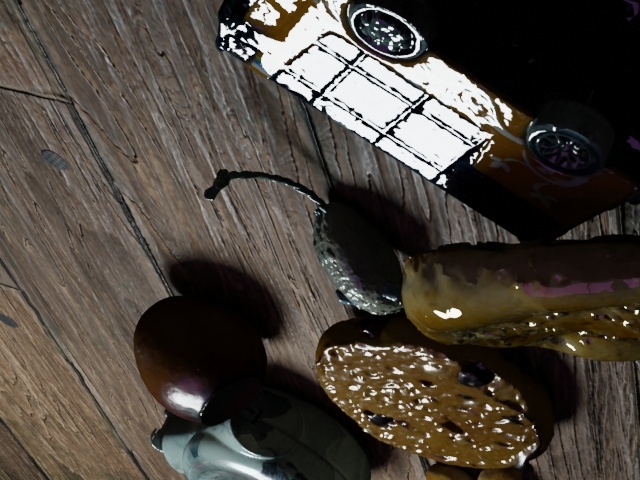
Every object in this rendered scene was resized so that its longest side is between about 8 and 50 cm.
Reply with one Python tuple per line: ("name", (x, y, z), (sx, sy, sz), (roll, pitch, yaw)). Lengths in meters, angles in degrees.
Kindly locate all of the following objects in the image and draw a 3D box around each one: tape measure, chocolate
("tape measure", (-0.064, 0.306, 2.023), (0.275, 0.147, 0.256), (43, 147, -19))
("chocolate", (-0.152, 0.139, 1.827), (0.177, 0.176, 0.176), (22, 152, 12))

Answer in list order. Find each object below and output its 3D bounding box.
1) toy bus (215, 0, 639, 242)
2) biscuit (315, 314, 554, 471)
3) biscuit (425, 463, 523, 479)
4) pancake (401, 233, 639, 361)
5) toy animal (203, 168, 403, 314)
("toy bus", (0.097, -0.149, 1.082), (0.323, 0.162, 0.194), (31, 155, -10))
("biscuit", (0.131, 0.169, 1.681), (0.296, 0.075, 0.296), (17, 149, 10))
("biscuit", (0.236, 0.380, 1.915), (0.164, 0.047, 0.208), (-13, 112, 49))
("pancake", (0.253, 0.047, 1.178), (0.387, 0.082, 0.387), (-2, 171, 0))
("toy animal", (0.003, -0.009, 1.491), (0.253, 0.079, 0.070), (39, 129, -23))
